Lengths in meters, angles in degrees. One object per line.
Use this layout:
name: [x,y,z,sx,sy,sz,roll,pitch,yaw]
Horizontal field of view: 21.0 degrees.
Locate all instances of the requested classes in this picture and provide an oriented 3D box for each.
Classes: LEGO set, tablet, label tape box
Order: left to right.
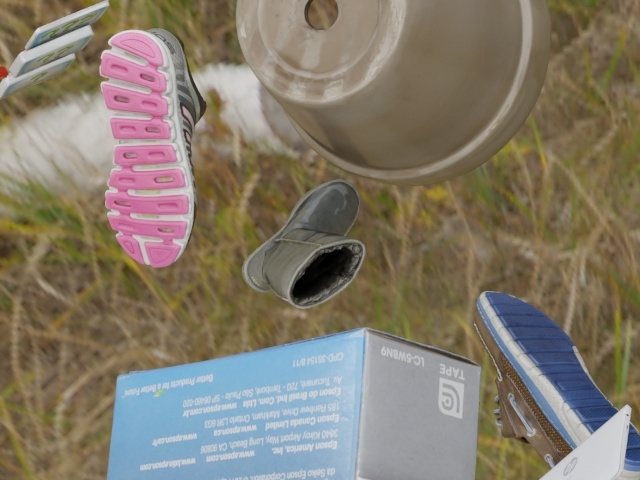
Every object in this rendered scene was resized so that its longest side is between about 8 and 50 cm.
LEGO set: [-0.309,-0.128,1.575,0.244,0.182,0.060,-27,88,-27]
label tape box: [-0.032,0.237,1.038,0.240,0.106,0.334,-13,65,46]
tablet: [0.128,0.122,0.880,0.006,0.083,0.054,36,36,-9]

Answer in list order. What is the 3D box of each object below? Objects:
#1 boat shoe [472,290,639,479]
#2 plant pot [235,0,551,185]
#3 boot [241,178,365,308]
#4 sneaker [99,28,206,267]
boat shoe: [0.150,0.111,1.193,0.066,0.066,0.183,-59,43,29]
plant pot: [0.056,-0.226,1.850,0.323,0.280,0.323,-1,88,23]
boot: [0.002,0.001,1.948,0.076,0.208,0.189,44,77,-9]
sneaker: [-0.108,-0.067,1.169,0.063,0.170,0.075,3,23,17]
